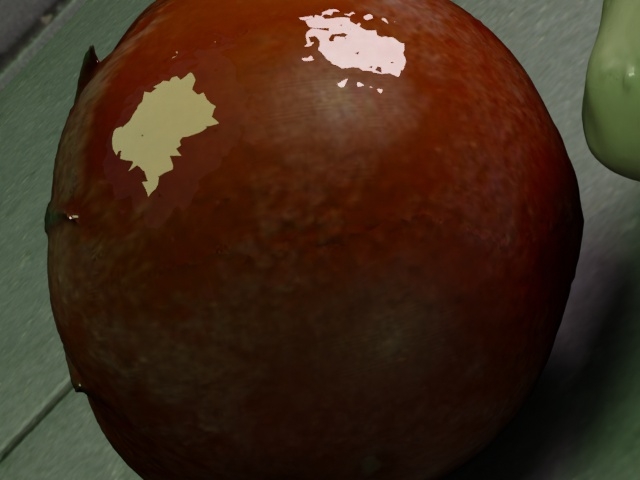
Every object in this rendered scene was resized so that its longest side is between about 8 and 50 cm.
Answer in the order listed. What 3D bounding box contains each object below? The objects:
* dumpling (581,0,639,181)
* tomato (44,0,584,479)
[{"bbox_3d":[0.182,-0.075,0.820,0.132,0.162,0.250,-6,43,4],"label":"dumpling"},{"bbox_3d":[0.000,0.000,0.863,0.265,0.265,0.265,-39,23,20],"label":"tomato"}]
